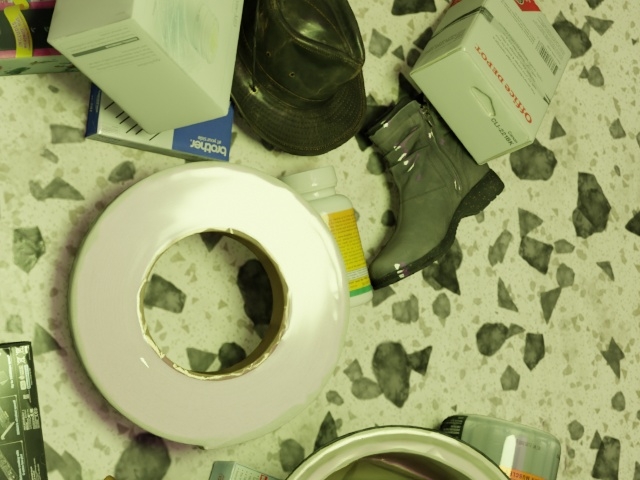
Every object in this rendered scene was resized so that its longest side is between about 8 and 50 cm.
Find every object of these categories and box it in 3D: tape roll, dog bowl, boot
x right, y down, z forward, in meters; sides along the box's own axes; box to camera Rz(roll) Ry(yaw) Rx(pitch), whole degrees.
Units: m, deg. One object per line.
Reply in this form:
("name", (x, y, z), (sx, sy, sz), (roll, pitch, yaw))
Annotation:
("tape roll", (-0.151, 0.087, 1.773), (0.391, 0.072, 0.392), (1, 88, -17))
("dog bowl", (0.090, 0.458, 1.761), (0.407, 0.150, 0.408), (2, 79, -12))
("boot", (0.131, -0.089, 2.026), (0.223, 0.118, 0.338), (55, 48, -12))

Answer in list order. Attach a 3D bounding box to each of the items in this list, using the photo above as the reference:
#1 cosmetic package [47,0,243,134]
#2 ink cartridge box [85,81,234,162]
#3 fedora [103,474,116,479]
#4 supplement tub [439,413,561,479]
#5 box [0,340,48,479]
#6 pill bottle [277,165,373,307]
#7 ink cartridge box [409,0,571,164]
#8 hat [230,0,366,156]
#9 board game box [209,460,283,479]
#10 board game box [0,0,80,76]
("cosmetic package", (-0.220, -0.300, 1.707), (0.225, 0.138, 0.224), (45, 42, -50))
("ink cartridge box", (-0.224, -0.174, 1.834), (0.207, 0.046, 0.097), (10, 80, -32))
("fedora", (-0.289, 0.399, 1.670), (0.079, 0.194, 0.194), (-9, 89, -1))
("supplement tub", (0.248, 0.437, 1.979), (0.193, 0.193, 0.316), (21, 74, -29))
("box", (-0.464, 0.292, 1.605), (0.242, 0.076, 0.308), (-7, 88, -33))
("pill bottle", (0.000, 0.000, 1.916), (0.117, 0.117, 0.209), (-14, 92, -33))
("ink cartridge box", (0.278, -0.283, 2.084), (0.197, 0.114, 0.273), (50, 41, -18))
("hat", (-0.018, -0.300, 1.911), (0.331, 0.134, 0.331), (15, 65, -36))
("board game box", (-0.054, 0.514, 1.849), (0.318, 0.066, 0.319), (27, 70, -27))
("board game box", (-0.443, -0.329, 1.682), (0.303, 0.097, 0.224), (-10, 89, -33))
